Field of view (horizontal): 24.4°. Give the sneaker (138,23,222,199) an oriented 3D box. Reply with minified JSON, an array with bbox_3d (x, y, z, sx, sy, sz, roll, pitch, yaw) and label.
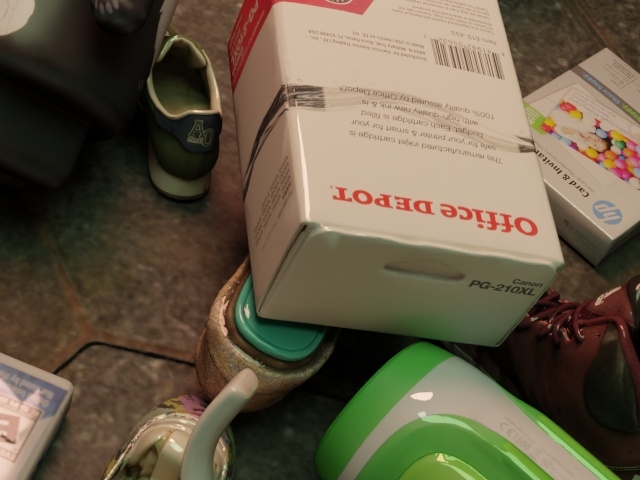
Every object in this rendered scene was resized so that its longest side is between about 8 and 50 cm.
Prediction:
[{"bbox_3d":[-0.111,-0.128,1.112,0.064,0.086,0.192,-3,52,-23],"label":"sneaker"}]

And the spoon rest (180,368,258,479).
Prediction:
[{"bbox_3d":[0.015,0.203,0.832,0.276,0.084,0.137,51,9,0],"label":"spoon rest"}]

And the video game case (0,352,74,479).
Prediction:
[{"bbox_3d":[-0.347,0.134,0.831,0.329,0.036,0.300,23,47,0],"label":"video game case"}]

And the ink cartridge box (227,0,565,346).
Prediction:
[{"bbox_3d":[0.041,-0.060,0.951,0.172,0.100,0.237,8,49,-20],"label":"ink cartridge box"}]

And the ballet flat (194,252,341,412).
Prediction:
[{"bbox_3d":[0.000,0.000,1.026,0.107,0.106,0.316,35,47,4],"label":"ballet flat"}]

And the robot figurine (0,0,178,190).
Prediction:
[{"bbox_3d":[-0.184,-0.175,1.029,0.209,0.173,0.278,15,77,16],"label":"robot figurine"}]

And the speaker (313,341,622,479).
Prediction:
[{"bbox_3d":[0.138,0.195,0.893,0.296,0.131,0.131,41,49,16],"label":"speaker"}]

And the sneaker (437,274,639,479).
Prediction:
[{"bbox_3d":[0.168,0.047,1.008,0.106,0.162,0.281,-18,59,-32],"label":"sneaker"}]

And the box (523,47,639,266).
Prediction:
[{"bbox_3d":[0.232,-0.074,1.225,0.145,0.038,0.186,44,51,19],"label":"box"}]

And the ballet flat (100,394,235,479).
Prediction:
[{"bbox_3d":[-0.105,0.160,0.868,0.077,0.079,0.221,28,46,7],"label":"ballet flat"}]
